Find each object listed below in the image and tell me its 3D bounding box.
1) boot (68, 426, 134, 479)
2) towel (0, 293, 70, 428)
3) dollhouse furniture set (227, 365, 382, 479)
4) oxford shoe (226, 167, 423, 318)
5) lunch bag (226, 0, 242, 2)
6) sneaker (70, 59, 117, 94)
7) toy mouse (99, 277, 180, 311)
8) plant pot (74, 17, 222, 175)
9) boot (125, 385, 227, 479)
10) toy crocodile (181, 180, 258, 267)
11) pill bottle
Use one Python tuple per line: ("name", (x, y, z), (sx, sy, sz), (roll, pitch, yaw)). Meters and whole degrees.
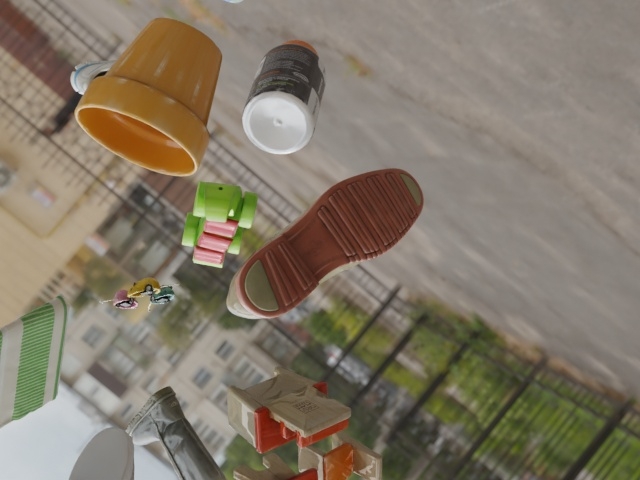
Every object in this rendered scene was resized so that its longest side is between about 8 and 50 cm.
("boot", (-0.297, 0.403, 1.644), (0.095, 0.258, 0.123), (0, 154, 27))
("towel", (-0.571, 0.246, 2.041), (0.038, 0.248, 0.325), (30, -147, 22))
("dollhouse furniture set", (-0.036, 0.291, 1.335), (0.135, 0.262, 0.259), (24, 123, 45))
("oxford shoe", (0.000, 0.000, 1.955), (0.141, 0.397, 0.146), (61, 154, -2))
("lunch bag", (-0.142, -0.437, 1.399), (0.224, 0.279, 0.107), (15, 149, -43))
("sneaker", (-0.321, -0.284, 1.971), (0.083, 0.190, 0.071), (35, 145, 59))
("toy mouse", (-0.340, 0.105, 2.243), (0.143, 0.160, 0.031), (82, 177, -72))
("plant pot", (-0.246, -0.231, 1.798), (0.205, 0.188, 0.205), (20, 162, 7))
("boot", (-0.255, 0.386, 2.078), (0.208, 0.076, 0.190), (52, 141, 15))
("toy crocodile", (-0.194, -0.021, 2.174), (0.115, 0.105, 0.340), (13, 154, -9))
("pill bottle", (-0.059, -0.271, 2.105), (0.130, 0.130, 0.246), (41, -148, -20))
